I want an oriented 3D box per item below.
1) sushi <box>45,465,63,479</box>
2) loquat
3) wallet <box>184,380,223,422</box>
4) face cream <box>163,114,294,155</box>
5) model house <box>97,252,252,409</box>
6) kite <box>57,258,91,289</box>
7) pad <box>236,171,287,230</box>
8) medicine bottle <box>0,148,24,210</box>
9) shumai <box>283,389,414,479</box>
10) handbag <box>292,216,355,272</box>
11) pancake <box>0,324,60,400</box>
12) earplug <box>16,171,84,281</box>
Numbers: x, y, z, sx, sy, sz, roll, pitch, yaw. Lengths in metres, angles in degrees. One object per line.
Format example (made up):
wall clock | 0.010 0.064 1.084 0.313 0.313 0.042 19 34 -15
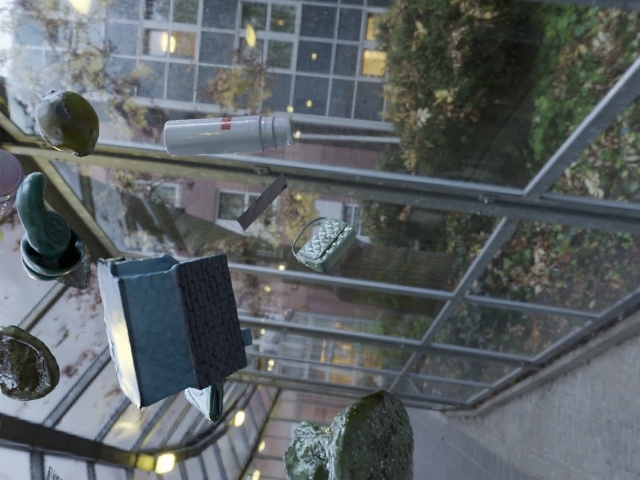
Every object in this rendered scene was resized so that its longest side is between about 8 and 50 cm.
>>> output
sushi | -0.620 0.693 1.237 0.043 0.192 0.280 -6 -57 -60
loquat | -0.674 -0.313 1.448 0.195 0.152 0.152 60 -170 -8
wallet | -0.454 0.577 2.087 0.250 0.074 0.176 8 95 55
face cream | -0.243 -0.286 1.465 0.102 0.345 0.102 -3 -90 -88
model house | -0.358 0.189 1.384 0.297 0.338 0.361 -9 92 61
kite | -1.049 0.124 2.185 0.016 0.229 0.127 -16 65 53
pad | -0.164 -0.110 1.531 0.188 0.006 0.113 -48 -12 -9
medicine bottle | -0.979 -0.165 1.600 0.254 0.152 0.152 -18 58 53
shumai | 0.070 0.618 1.560 0.397 0.323 0.325 -4 -100 -55
handbag | 0.000 0.000 2.209 0.256 0.219 0.079 -48 -35 -26
pancake | -0.829 0.340 1.467 0.042 0.222 0.236 -79 -26 -71
earplug | -0.769 -0.014 1.485 0.280 0.257 0.164 -53 -4 35
